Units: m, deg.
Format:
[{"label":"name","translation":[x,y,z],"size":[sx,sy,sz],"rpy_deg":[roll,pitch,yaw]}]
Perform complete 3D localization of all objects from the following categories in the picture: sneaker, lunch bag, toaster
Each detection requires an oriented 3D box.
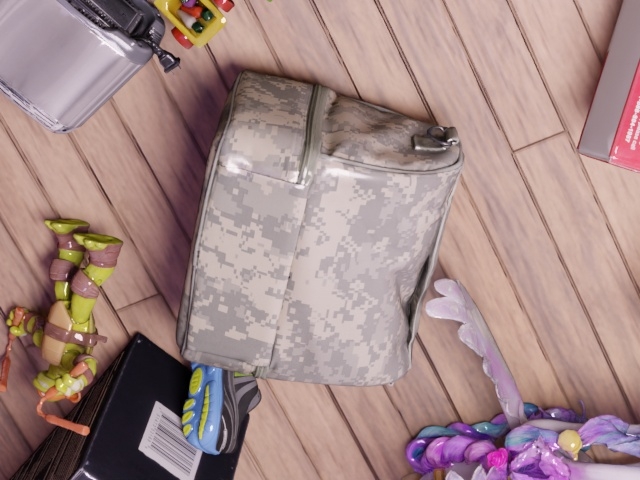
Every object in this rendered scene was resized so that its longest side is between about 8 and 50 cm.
[{"label":"sneaker","translation":[-0.103,0.152,1.777],"size":[0.067,0.188,0.078],"rpy_deg":[-7,151,37]},{"label":"lunch bag","translation":[0.000,0.000,1.653],"size":[0.256,0.212,0.305],"rpy_deg":[13,118,-1]},{"label":"toaster","translation":[-0.269,-0.214,1.636],"size":[0.227,0.129,0.146],"rpy_deg":[40,117,-14]}]

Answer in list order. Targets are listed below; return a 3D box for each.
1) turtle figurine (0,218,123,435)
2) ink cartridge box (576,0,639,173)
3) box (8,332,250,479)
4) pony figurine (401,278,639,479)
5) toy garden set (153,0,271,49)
[{"label":"turtle figurine","translation":[-0.275,0.095,1.750],"size":[0.087,0.269,0.217],"rpy_deg":[9,101,-28]},{"label":"ink cartridge box","translation":[0.414,-0.135,1.521],"size":[0.273,0.114,0.197],"rpy_deg":[16,96,-9]},{"label":"box","translation":[-0.249,0.315,1.785],"size":[0.183,0.296,0.294],"rpy_deg":[38,114,-12]},{"label":"pony figurine","translation":[0.234,0.236,1.699],"size":[0.364,0.302,0.351],"rpy_deg":[4,155,19]},{"label":"toy garden set","translation":[-0.128,-0.325,1.570],"size":[0.204,0.049,0.244],"rpy_deg":[-41,109,12]}]
